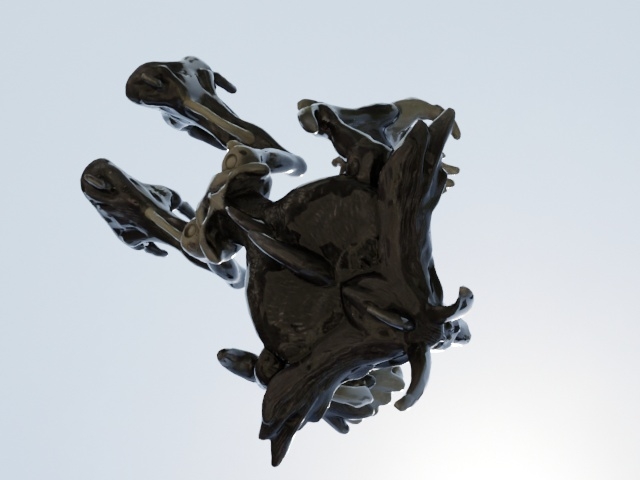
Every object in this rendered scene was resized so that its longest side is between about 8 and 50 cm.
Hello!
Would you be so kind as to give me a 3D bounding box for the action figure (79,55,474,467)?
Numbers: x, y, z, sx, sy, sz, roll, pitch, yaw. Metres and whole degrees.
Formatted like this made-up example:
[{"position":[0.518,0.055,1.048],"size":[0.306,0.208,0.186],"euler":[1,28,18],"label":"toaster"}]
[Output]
[{"position":[0.000,0.000,0.568],"size":[0.275,0.141,0.164],"euler":[35,-75,49],"label":"action figure"}]
